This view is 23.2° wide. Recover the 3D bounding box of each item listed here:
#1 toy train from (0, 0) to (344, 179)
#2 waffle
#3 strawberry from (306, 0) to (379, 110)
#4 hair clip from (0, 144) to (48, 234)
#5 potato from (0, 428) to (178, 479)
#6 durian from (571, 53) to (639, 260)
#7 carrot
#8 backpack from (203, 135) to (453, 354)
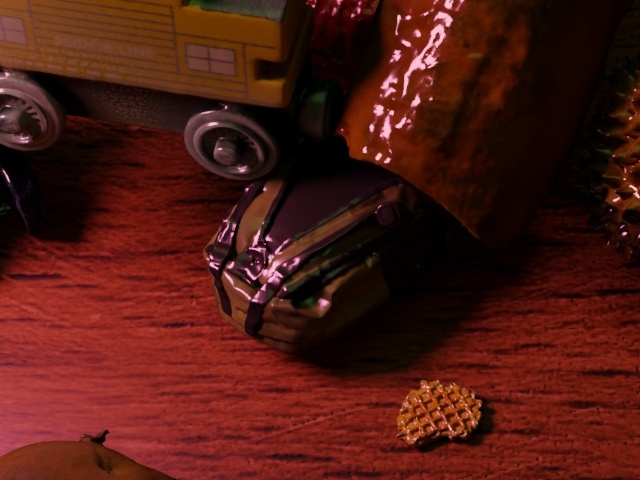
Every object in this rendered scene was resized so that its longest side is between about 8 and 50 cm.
[{"bbox_3d":[-0.192,-0.215,1.584,0.442,0.272,0.179,10,49,8],"label":"toy train"},{"bbox_3d":[0.117,0.171,1.527,0.085,0.016,0.078,2,51,15],"label":"waffle"},{"bbox_3d":[0.091,-0.242,1.747,0.288,0.250,0.238,38,54,-8],"label":"strawberry"},{"bbox_3d":[-0.429,-0.136,1.799,0.194,0.206,0.310,-26,49,-10],"label":"hair clip"},{"bbox_3d":[-0.253,0.336,1.343,0.269,0.219,0.359,28,63,24],"label":"potato"},{"bbox_3d":[0.389,-0.061,1.515,0.293,0.258,0.258,36,66,26],"label":"durian"},{"bbox_3d":[0.166,-0.185,1.548,0.241,0.241,0.341,27,100,31],"label":"carrot"},{"bbox_3d":[0.000,0.000,1.620,0.207,0.140,0.253,30,58,36],"label":"backpack"}]
